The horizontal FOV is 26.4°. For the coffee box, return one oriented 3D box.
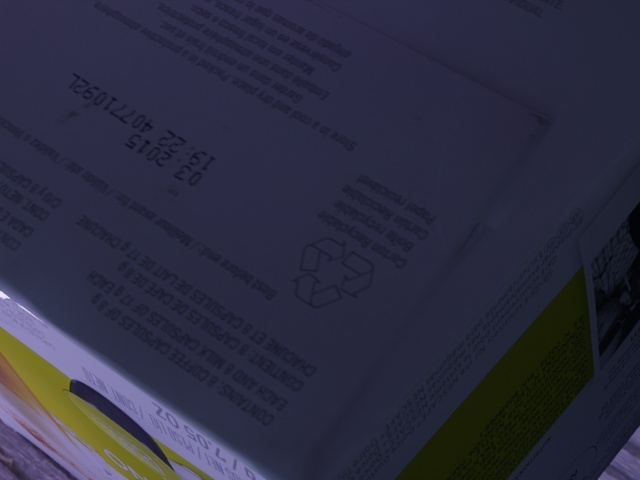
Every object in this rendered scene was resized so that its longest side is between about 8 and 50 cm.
[{"bbox_3d":[0.000,0.000,0.750,0.338,0.338,0.334,32,157,27],"label":"coffee box"}]
